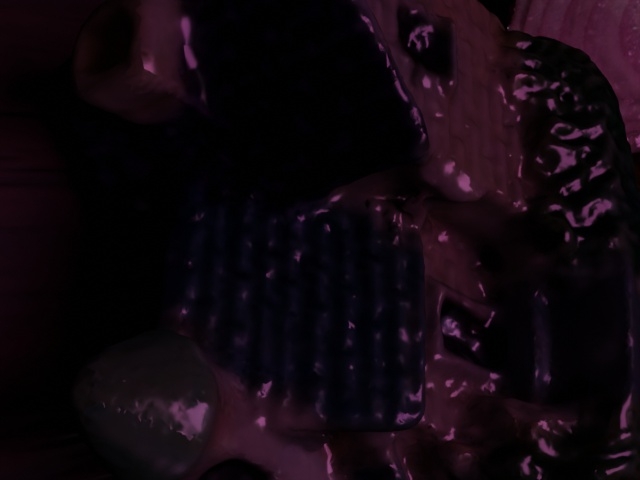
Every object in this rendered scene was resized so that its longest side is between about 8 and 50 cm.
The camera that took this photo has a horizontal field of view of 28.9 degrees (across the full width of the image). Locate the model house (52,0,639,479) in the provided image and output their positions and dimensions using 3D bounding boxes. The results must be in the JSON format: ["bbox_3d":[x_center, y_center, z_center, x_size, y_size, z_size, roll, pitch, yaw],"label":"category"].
[{"bbox_3d":[-0.002,0.000,0.633,0.284,0.243,0.298,30,50,-41],"label":"model house"}]

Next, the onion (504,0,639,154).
[{"bbox_3d":[0.233,-0.199,1.061,0.248,0.111,0.250,-14,122,-26],"label":"onion"}]

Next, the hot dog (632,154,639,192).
[{"bbox_3d":[0.336,0.021,1.117,0.150,0.153,0.256,41,54,-41],"label":"hot dog"}]
